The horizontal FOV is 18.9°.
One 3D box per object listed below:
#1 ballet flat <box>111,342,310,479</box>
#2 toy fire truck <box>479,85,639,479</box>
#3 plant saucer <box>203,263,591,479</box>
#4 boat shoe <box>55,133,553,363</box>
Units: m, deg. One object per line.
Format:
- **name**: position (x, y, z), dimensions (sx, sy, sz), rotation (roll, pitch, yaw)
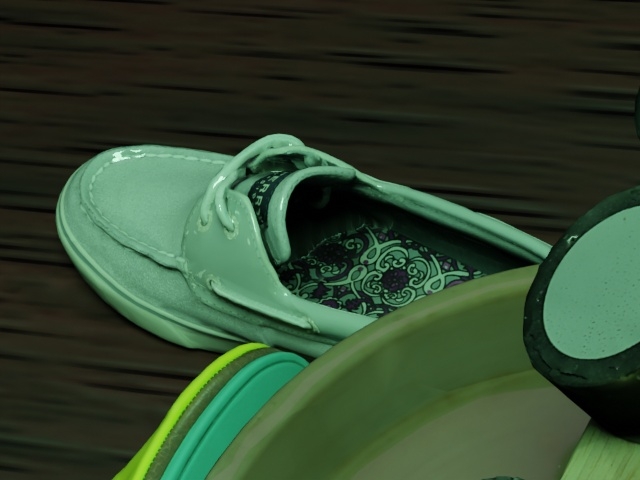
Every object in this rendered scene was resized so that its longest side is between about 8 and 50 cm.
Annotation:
- **ballet flat**: position (-0.059, 0.131, 0.580), dimensions (0.077, 0.077, 0.231), rotation (-16, 44, 35)
- **toy fire truck**: position (0.170, 0.066, 0.402), dimensions (0.246, 0.158, 0.217), rotation (8, 63, 54)
- **plant saucer**: position (0.087, 0.135, 0.525), dimensions (0.278, 0.041, 0.277), rotation (-1, 61, 2)
- **boat shoe**: position (0.000, 0.001, 0.665), dimensions (0.228, 0.081, 0.079), rotation (21, 57, 26)
